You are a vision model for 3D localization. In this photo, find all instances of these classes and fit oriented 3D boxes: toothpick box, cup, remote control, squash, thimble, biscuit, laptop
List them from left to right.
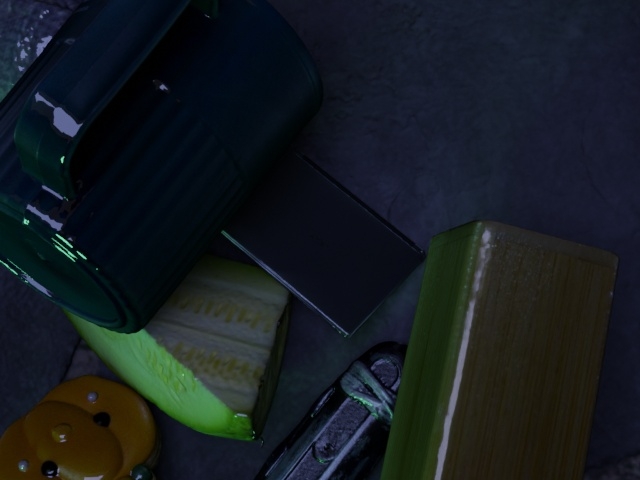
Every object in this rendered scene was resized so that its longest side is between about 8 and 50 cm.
[{"bbox_3d":[-0.288,-0.187,1.418,0.098,0.150,0.150,15,86,11],"label":"thimble"},{"bbox_3d":[-0.235,0.210,1.370,0.170,0.050,0.170,-3,53,4],"label":"biscuit"},{"bbox_3d":[-0.180,0.102,1.374,0.289,0.111,0.203,11,44,6],"label":"squash"},{"bbox_3d":[-0.162,-0.091,1.268,0.242,0.308,0.292,43,69,-19],"label":"cup"},{"bbox_3d":[0.000,0.000,1.391,0.180,0.016,0.129,39,65,12],"label":"laptop"},{"bbox_3d":[0.007,0.209,1.361,0.090,0.066,0.266,38,90,8],"label":"remote control"},{"bbox_3d":[0.158,0.152,1.274,0.190,0.187,0.308,15,79,-11],"label":"toothpick box"}]
